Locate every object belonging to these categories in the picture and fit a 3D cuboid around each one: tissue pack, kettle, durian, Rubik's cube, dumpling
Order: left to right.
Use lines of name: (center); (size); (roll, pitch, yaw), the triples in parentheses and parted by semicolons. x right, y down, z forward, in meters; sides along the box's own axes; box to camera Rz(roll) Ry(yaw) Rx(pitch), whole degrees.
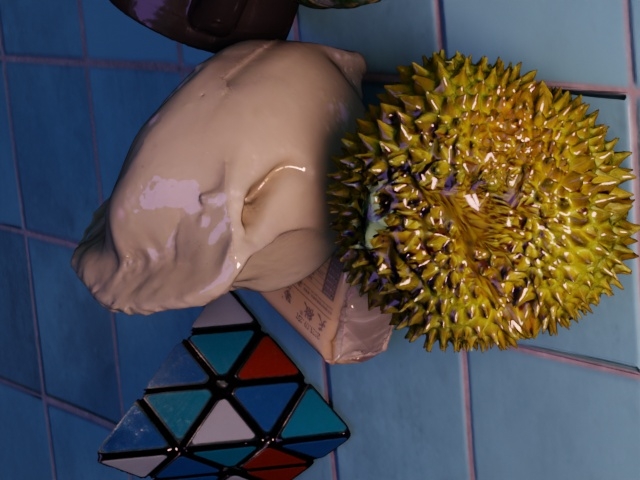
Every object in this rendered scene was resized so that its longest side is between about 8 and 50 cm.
dumpling: (-0.105, -0.069, 1.718); (0.316, 0.395, 0.233); (-12, 124, 33)
kettle: (-0.078, -0.339, 1.753); (0.268, 0.207, 0.290); (-107, 36, -56)
Rubik's cube: (-0.067, 0.248, 2.068); (0.250, 0.284, 0.234); (13, 137, 19)
tissue pack: (0.000, 0.000, 1.855); (0.222, 0.090, 0.186); (40, 129, 41)
durian: (0.126, -0.033, 1.531); (0.291, 0.225, 0.291); (12, 106, 50)

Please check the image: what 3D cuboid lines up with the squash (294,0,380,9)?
squash: (0.054, -0.297, 1.534); (0.252, 0.252, 0.165); (-3, 109, 57)
